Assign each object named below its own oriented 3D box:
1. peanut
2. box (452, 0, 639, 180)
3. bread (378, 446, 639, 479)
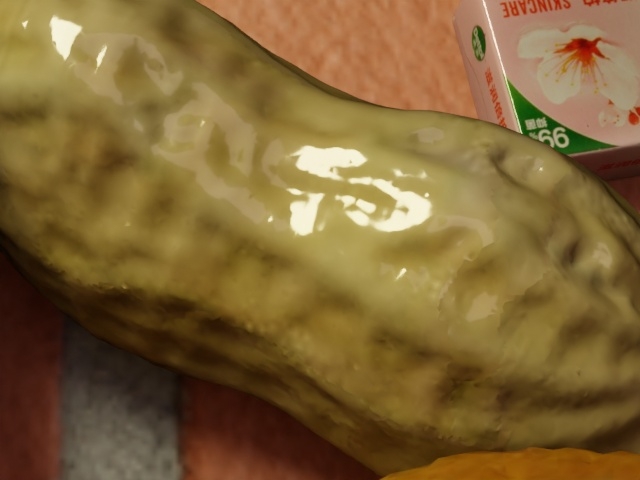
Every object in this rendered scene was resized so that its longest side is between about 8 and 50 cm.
[{"bbox_3d":[0.000,0.000,0.579,0.313,0.149,0.149,26,69,3],"label":"peanut"},{"bbox_3d":[0.128,-0.074,0.678,0.125,0.043,0.089,-11,74,-13],"label":"box"},{"bbox_3d":[0.066,0.250,0.469,0.337,0.204,0.358,19,73,-1],"label":"bread"}]
